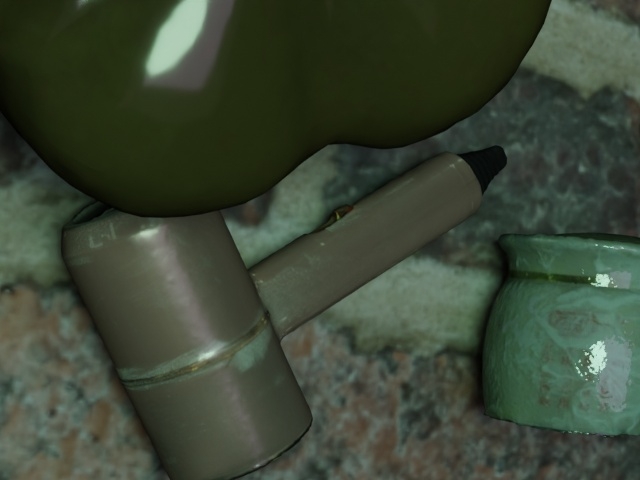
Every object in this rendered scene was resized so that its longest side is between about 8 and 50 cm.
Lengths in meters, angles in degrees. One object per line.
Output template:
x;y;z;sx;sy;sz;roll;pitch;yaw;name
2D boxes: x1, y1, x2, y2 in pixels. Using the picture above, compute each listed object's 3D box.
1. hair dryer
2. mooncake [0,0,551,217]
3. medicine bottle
0.000;0.000;1.010;0.344;0.107;0.189;-32;105;-31;hair dryer
-0.055;-0.250;0.826;0.467;0.262;0.466;-6;106;-20;mooncake
0.193;0.065;1.069;0.147;0.147;0.143;7;87;-27;medicine bottle
